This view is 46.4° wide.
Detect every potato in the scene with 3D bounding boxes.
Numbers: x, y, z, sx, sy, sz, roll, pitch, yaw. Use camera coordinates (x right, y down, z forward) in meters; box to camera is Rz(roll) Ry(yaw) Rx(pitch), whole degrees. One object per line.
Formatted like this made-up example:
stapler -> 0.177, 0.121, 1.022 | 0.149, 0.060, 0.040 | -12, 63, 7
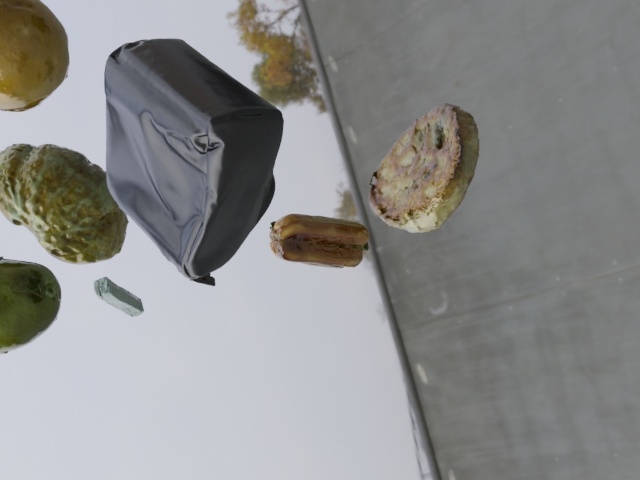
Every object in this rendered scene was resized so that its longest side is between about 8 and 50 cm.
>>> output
potato -> -0.543, 0.110, 1.205 | 0.186, 0.253, 0.149 | -84, -25, -75

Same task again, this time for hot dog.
hot dog -> 0.000, 0.000, 1.456 | 0.250, 0.076, 0.104 | 3, -71, -45

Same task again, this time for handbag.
handbag -> -0.182, -0.121, 1.092 | 0.302, 0.178, 0.275 | 39, 134, 37

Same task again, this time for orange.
orange -> -0.610, -0.104, 1.771 | 0.368, 0.210, 0.271 | 39, -159, -9

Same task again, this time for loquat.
loquat -> -0.597, -0.364, 1.400 | 0.244, 0.244, 0.244 | -17, -90, -80

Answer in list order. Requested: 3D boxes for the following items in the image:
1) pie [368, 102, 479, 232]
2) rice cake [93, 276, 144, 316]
pie -> 0.228, -0.154, 1.602 | 0.092, 0.315, 0.315 | 28, -147, -25
rice cake -> -0.451, 0.131, 1.688 | 0.245, 0.042, 0.045 | 78, 172, -74
